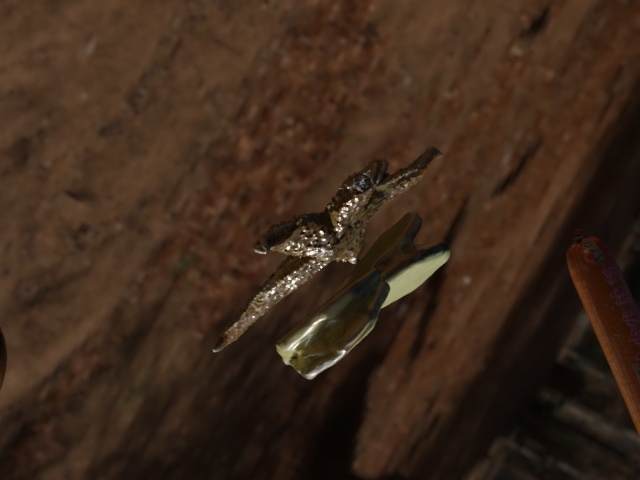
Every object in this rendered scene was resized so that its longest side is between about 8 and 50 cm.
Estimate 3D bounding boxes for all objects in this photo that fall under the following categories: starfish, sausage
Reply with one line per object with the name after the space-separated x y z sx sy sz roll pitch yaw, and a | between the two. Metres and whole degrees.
-0.004 -0.005 1.643 0.295 0.048 0.231 -39 165 0 | starfish
0.342 0.149 1.855 0.053 0.348 0.053 -23 180 0 | sausage

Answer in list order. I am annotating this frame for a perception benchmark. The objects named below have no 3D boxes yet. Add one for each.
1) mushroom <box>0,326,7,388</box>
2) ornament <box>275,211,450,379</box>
-0.489 0.089 2.024 0.163 0.297 0.278 -49 -171 -4 | mushroom
0.017 0.065 1.541 0.180 0.059 0.201 -41 180 39 | ornament
